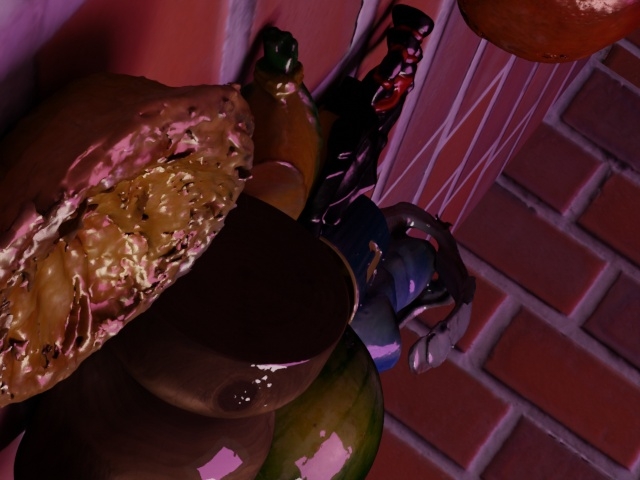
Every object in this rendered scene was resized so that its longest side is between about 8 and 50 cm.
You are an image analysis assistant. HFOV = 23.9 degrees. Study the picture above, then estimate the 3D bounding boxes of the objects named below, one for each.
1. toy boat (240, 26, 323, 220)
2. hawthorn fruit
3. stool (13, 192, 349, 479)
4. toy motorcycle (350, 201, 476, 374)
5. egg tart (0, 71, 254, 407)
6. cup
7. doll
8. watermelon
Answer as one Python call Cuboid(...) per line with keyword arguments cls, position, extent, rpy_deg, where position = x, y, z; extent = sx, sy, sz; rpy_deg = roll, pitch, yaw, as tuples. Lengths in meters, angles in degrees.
Cuboid(cls="toy boat", position=(-0.044, -0.069, 1.170), extent=(0.229, 0.089, 0.088), rpy_deg=(113, -22, -61))
Cuboid(cls="hawthorn fruit", position=(0.220, -0.264, 1.299), extent=(0.211, 0.211, 0.299), rpy_deg=(-53, -171, -6))
Cuboid(cls="stool", position=(-0.111, 0.112, 1.142), extent=(0.179, 0.179, 0.264), rpy_deg=(-43, 165, -53))
Cuboid(cls="toy motorcycle", position=(0.049, 0.056, 1.731), extent=(0.241, 0.182, 0.319), rpy_deg=(-20, -166, 34))
Cuboid(cls="egg tart", position=(-0.136, -0.011, 0.837), extent=(0.232, 0.098, 0.252), rpy_deg=(-47, 167, -2))
Cuboid(cls="cup", position=(0.000, 0.000, 1.560), extent=(0.155, 0.131, 0.176), rpy_deg=(-48, 145, -62))
Cuboid(cls="doll", position=(0.026, -0.102, 1.402), extent=(0.248, 0.088, 0.127), rpy_deg=(-61, 153, -14))
Cuboid(cls="watermelon", position=(-0.060, 0.162, 1.425), extent=(0.242, 0.242, 0.242), rpy_deg=(-52, 171, -12))
